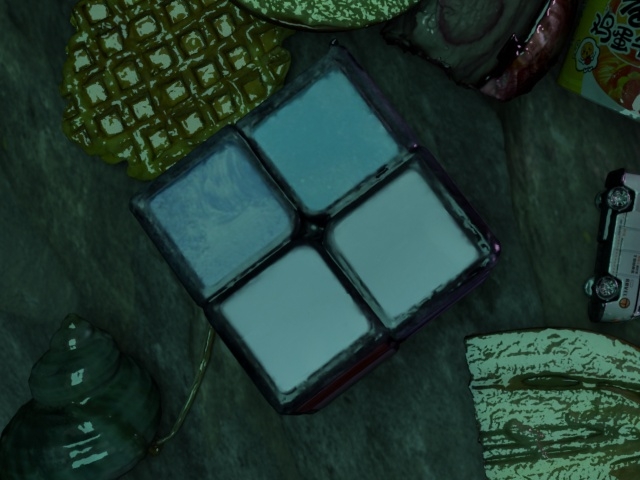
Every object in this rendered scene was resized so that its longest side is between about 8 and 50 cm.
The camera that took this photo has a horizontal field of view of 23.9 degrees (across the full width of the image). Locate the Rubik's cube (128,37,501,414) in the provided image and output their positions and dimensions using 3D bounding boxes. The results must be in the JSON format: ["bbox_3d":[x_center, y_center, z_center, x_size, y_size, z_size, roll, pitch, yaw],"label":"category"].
[{"bbox_3d":[0.000,0.000,1.804,0.313,0.316,0.318,-37,82,0],"label":"Rubik's cube"}]

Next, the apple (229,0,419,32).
[{"bbox_3d":[0.026,-0.384,1.882,0.346,0.179,0.254,-45,47,-8],"label":"apple"}]

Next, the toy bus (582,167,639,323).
[{"bbox_3d":[0.383,0.011,1.879,0.089,0.087,0.194,9,88,-2],"label":"toy bus"}]

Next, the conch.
[{"bbox_3d":[-0.309,0.223,1.926,0.220,0.195,0.277,21,118,35],"label":"conch"}]

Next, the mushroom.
[{"bbox_3d":[-0.156,0.155,1.976,0.026,0.028,0.286,29,91,50],"label":"mushroom"}]

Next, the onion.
[{"bbox_3d":[0.240,-0.297,1.846,0.146,0.314,0.280,34,97,-28],"label":"onion"}]

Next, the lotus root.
[{"bbox_3d":[0.326,0.229,1.846,0.260,0.149,0.267,-10,81,10],"label":"lotus root"}]

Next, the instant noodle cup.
[{"bbox_3d":[0.414,-0.237,1.813,0.264,0.264,0.200,26,101,8],"label":"instant noodle cup"}]

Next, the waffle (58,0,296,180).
[{"bbox_3d":[-0.192,-0.234,1.973,0.302,0.068,0.325,18,88,8],"label":"waffle"}]
